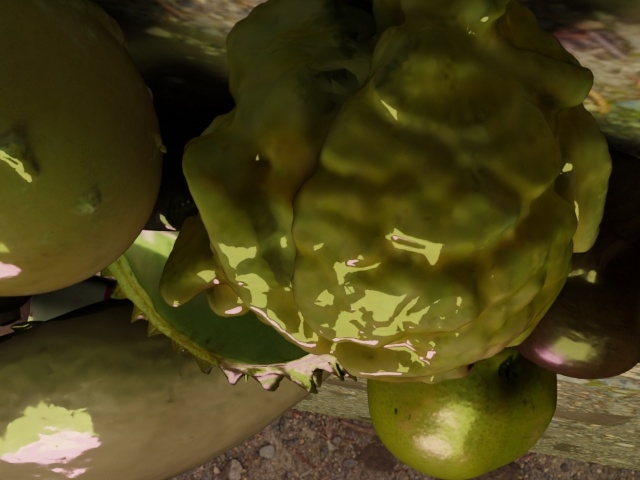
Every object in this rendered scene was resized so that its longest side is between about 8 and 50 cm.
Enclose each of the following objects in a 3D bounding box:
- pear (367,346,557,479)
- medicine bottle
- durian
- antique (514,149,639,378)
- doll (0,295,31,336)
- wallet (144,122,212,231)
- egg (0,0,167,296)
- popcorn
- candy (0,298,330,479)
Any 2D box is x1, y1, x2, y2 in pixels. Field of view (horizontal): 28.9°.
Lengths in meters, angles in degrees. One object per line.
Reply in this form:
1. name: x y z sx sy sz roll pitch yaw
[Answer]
1. pear: 0.141 0.139 1.214 0.187 0.187 0.219 13 146 -11
2. medicine bottle: -0.287 0.092 1.517 0.217 0.090 0.090 13 167 -8
3. durian: 0.005 -0.006 0.915 0.394 0.163 0.198 -2 124 31
4. antique: 0.087 0.008 0.710 0.257 0.143 0.121 13 154 -14
5. doll: -0.363 0.049 1.312 0.151 0.151 0.287 15 160 -20
6. wallet: -0.148 -0.047 0.784 0.250 0.044 0.149 3 -159 33
7. egg: -0.170 -0.057 0.607 0.164 0.164 0.201 -3 147 46
8. popcorn: 0.026 -0.029 0.546 0.187 0.185 0.167 11 153 41
9. candy: -0.166 0.135 1.176 0.427 0.186 0.386 -13 173 -36
